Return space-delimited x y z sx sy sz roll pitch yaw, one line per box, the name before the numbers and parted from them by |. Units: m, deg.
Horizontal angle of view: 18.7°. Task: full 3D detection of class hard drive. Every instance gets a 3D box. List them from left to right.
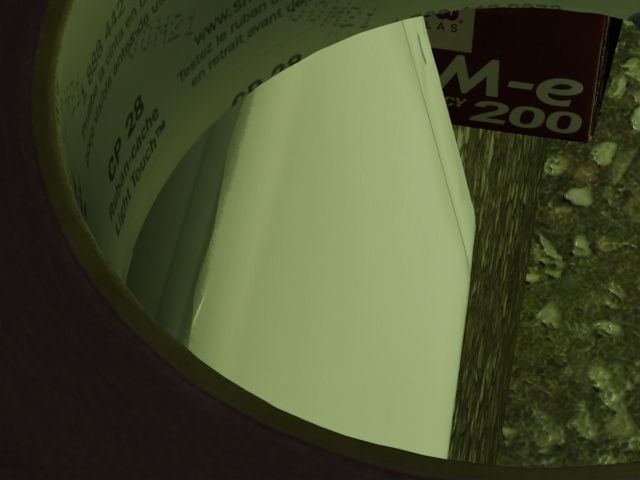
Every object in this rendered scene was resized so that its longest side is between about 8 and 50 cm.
hard drive | -0.005 0.037 0.627 0.353 0.047 0.233 -77 157 -46

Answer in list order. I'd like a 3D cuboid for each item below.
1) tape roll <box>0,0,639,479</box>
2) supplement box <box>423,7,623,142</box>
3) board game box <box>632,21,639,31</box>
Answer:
tape roll | 0.042 -0.011 0.400 0.090 0.275 0.275 86 15 -53
supplement box | 0.092 -0.135 0.992 0.239 0.130 0.073 -62 158 -61
board game box | 0.170 -0.229 0.975 0.254 0.079 0.336 46 29 -30
